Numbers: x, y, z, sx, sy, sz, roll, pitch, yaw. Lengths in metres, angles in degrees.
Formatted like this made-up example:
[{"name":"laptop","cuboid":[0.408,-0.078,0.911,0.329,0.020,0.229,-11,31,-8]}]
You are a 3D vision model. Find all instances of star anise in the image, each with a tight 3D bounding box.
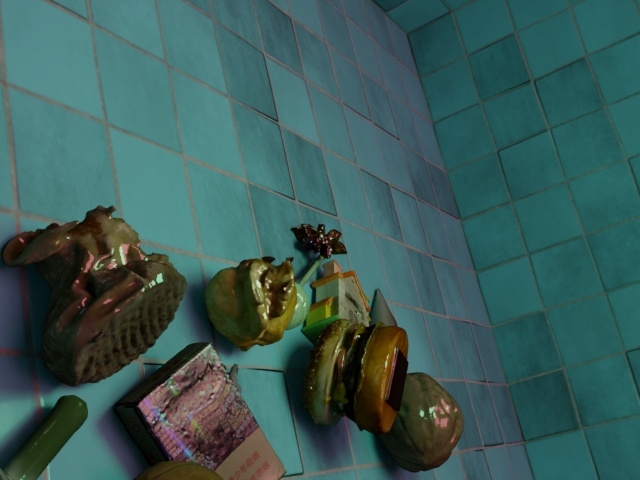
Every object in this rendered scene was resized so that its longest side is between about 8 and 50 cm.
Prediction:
[{"name":"star anise","cuboid":[0.000,0.000,2.229,0.168,0.057,0.168,24,28,-13]}]

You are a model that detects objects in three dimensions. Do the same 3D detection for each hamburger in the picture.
[{"name":"hamburger","cuboid":[0.084,0.324,1.944,0.291,0.225,0.291,11,90,-71]}]

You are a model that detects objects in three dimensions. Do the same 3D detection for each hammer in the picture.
[{"name":"hammer","cuboid":[-0.429,0.322,1.149,0.206,0.119,0.335,62,19,-14]}]

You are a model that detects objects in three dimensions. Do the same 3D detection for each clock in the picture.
[{"name":"clock","cuboid":[0.055,0.195,2.195,0.220,0.106,0.255,50,26,-35]}]

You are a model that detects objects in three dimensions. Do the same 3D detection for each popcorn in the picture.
[{"name":"popcorn","cuboid":[-0.151,0.130,1.741,0.253,0.190,0.191,100,8,-52]}]

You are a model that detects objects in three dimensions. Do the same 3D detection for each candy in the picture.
[{"name":"candy","cuboid":[-0.046,0.105,2.066,0.119,0.119,0.440,63,22,-11]}]

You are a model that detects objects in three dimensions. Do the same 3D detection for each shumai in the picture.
[{"name":"shumai","cuboid":[-0.394,0.080,1.358,0.262,0.267,0.314,42,-9,13]}]

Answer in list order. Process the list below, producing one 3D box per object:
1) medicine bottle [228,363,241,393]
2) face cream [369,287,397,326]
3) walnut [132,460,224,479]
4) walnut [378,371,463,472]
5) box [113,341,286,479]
[{"name":"medicine bottle","cuboid":[-0.194,0.328,1.644,0.057,0.057,0.199,53,30,-29]},{"name":"face cream","cuboid":[0.194,0.258,2.437,0.143,0.089,0.314,61,18,-12]},{"name":"walnut","cuboid":[-0.232,0.469,1.296,0.228,0.228,0.228,43,35,-42]},{"name":"walnut","cuboid":[0.272,0.501,2.222,0.227,0.273,0.273,12,55,-24]},{"name":"box","cuboid":[-0.213,0.368,1.475,0.198,0.084,0.310,-40,108,-42]}]
